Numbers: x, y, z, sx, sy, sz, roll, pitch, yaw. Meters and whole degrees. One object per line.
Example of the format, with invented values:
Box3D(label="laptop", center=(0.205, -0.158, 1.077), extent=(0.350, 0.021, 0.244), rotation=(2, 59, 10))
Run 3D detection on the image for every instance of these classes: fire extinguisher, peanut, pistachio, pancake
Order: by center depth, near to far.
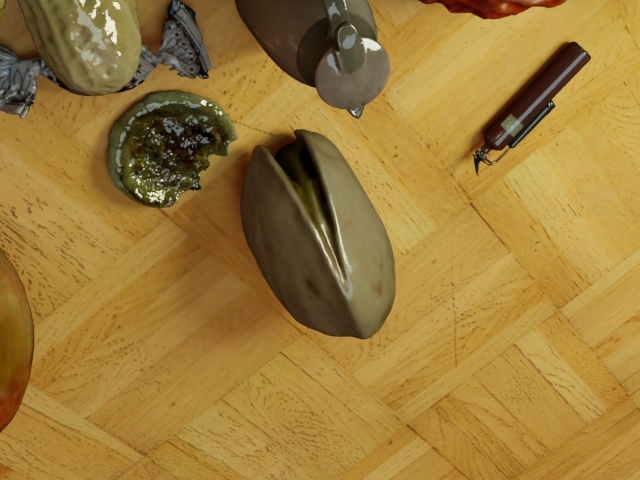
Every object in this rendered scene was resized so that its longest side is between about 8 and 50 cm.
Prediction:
Box3D(label="peanut", center=(-0.209, -0.221, 0.874), extent=(0.098, 0.090, 0.214), rotation=(-48, 127, -38))
Box3D(label="pancake", center=(-0.151, -0.091, 1.059), extent=(0.116, 0.022, 0.129), rotation=(27, 107, -36))
Box3D(label="pistachio", center=(0.000, 0.000, 1.117), extent=(0.138, 0.153, 0.238), rotation=(-29, 105, -13))
Box3D(label="fire extinguisher", center=(0.227, -0.141, 1.176), extent=(0.173, 0.035, 0.049), rotation=(-46, 167, 14))

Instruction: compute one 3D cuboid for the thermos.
Box3D(label="thermos", center=(-0.004, -0.196, 0.927), extent=(0.105, 0.193, 0.137), rotation=(-16, 129, -9))

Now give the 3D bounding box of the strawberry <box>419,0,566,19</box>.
Box3D(label="strawberry", center=(0.135, -0.313, 0.928), extent=(0.336, 0.149, 0.265), rotation=(5, 125, -24))

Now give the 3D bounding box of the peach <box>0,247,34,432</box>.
Box3D(label="peach", center=(-0.371, 0.079, 0.984), extent=(0.214, 0.214, 0.235), rotation=(-1, 107, -22))

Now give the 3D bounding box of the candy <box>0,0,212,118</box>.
Box3D(label="candy", center=(-0.209, -0.163, 0.961), extent=(0.226, 0.051, 0.094), rotation=(-9, 125, -16))

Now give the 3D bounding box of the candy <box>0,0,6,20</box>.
Box3D(label="candy", center=(-0.282, -0.242, 0.736), extent=(0.118, 0.260, 0.260), rotation=(-4, 126, -27))
